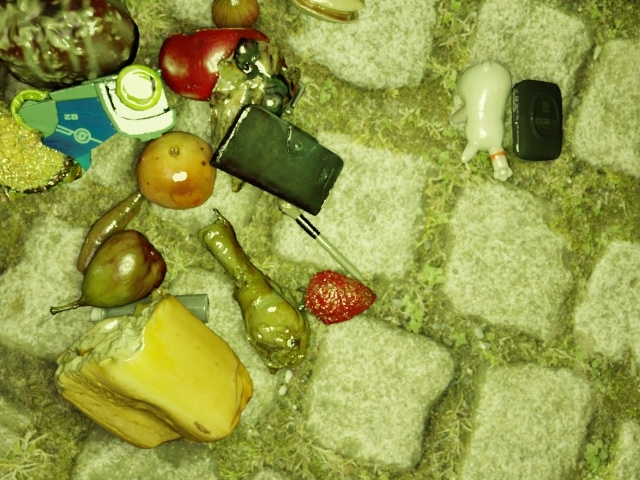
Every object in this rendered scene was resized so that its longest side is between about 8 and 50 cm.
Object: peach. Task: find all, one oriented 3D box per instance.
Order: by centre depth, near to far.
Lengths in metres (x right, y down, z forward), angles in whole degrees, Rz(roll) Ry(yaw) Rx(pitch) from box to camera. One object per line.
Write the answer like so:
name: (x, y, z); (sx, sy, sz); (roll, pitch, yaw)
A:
peach: (-0.246, -0.404, 1.278); (0.267, 0.159, 0.154); (-1, 101, 13)

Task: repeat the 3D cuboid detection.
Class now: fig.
fig: (-0.497, 0.097, 1.283); (0.274, 0.170, 0.145); (-36, 48, -15)
fig: (-0.192, -0.559, 1.314); (0.119, 0.153, 0.119); (-1, 92, -33)

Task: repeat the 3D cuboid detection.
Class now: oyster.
oyster: (-0.168, -0.274, 1.264); (0.221, 0.096, 0.361); (11, 113, -39)

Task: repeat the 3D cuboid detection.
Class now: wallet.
wallet: (-0.085, -0.182, 1.282); (0.317, 0.045, 0.173); (25, 100, -38)

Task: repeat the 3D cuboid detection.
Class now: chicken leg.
chicken leg: (-0.167, 0.118, 1.327); (0.152, 0.201, 0.429); (-33, 85, -17)

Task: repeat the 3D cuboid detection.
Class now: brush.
brush: (0.000, 0.000, 1.385); (0.039, 0.042, 0.299); (-42, 95, 17)

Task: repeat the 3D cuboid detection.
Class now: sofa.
sofa: (-0.116, -0.381, 1.357); (0.147, 0.060, 0.085); (32, 90, -4)

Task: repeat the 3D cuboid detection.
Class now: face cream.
face cream: (-0.415, 0.173, 1.350); (0.283, 0.073, 0.073); (-3, 92, -3)

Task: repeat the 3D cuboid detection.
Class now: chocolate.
chocolate: (-0.605, -0.478, 1.255); (0.339, 0.210, 0.226); (-7, 90, -3)

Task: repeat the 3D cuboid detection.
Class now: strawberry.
strawberry: (0.038, 0.146, 1.369); (0.192, 0.085, 0.140); (31, 88, -5)

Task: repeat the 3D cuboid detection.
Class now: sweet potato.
sweet potato: (-0.518, -0.027, 1.344); (0.077, 0.077, 0.244); (30, 83, -3)

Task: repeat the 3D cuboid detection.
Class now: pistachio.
pistachio: (0.001, -0.603, 1.326); (0.223, 0.126, 0.152); (29, 54, -4)

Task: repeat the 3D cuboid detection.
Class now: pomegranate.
pomegranate: (-0.337, -0.161, 1.293); (0.191, 0.191, 0.192); (0, 92, -3)

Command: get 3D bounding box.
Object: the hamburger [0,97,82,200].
hamburger: (-0.687, -0.220, 1.292); (0.261, 0.138, 0.243); (-20, 93, -2)

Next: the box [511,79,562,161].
box: (0.540, -0.294, 1.359); (0.212, 0.042, 0.201); (-5, 92, -37)

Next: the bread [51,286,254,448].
bread: (-0.352, 0.304, 1.245); (0.360, 0.250, 0.394); (-24, 123, 36)

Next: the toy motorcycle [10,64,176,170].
toy motorcycle: (-0.495, -0.272, 1.236); (0.326, 0.191, 0.200); (-21, 113, -14)

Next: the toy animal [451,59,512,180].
toy animal: (0.400, -0.290, 1.356); (0.140, 0.138, 0.283); (-1, 99, 5)
